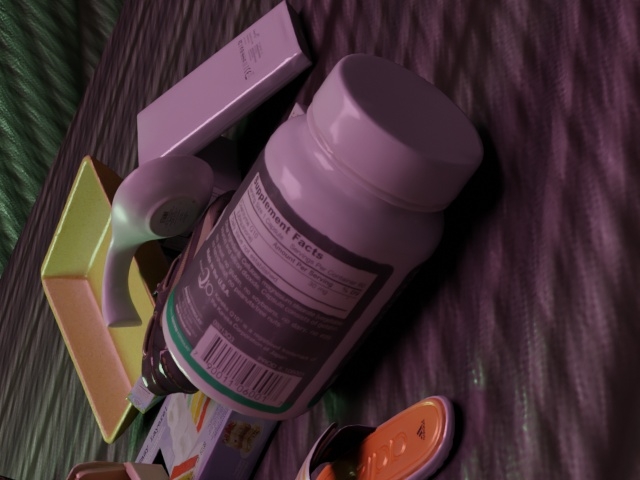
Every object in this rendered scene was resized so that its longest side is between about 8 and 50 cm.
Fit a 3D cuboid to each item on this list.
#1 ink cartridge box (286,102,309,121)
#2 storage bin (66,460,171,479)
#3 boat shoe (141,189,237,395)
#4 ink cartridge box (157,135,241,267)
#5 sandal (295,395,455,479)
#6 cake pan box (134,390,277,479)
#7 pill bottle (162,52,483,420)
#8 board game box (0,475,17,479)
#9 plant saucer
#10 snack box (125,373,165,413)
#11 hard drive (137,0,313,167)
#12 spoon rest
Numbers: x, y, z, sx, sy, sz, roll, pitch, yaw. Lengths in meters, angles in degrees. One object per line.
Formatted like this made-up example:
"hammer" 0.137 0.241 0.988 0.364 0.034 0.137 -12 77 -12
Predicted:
"ink cartridge box" -0.016 -0.109 1.659 0.099 0.056 0.135 -63 23 15
"storage bin" -0.226 0.427 1.440 0.262 0.123 0.260 47 115 44
"boat shoe" -0.155 0.060 1.627 0.130 0.132 0.355 -25 25 25
"ink cartridge box" -0.215 -0.048 2.020 0.219 0.093 0.160 -56 24 30
"sandal" 0.029 0.213 1.218 0.265 0.076 0.102 -48 29 41
"cake pan box" -0.160 0.276 1.619 0.267 0.070 0.246 -63 20 11
"pill bottle" 0.000 0.000 1.318 0.361 0.204 0.204 -54 25 30
"board game box" -0.529 0.516 2.124 0.243 0.165 0.042 -63 22 13
"plant saucer" -0.306 0.089 1.943 0.332 0.081 0.333 62 143 25
"snack box" -0.203 0.170 1.766 0.100 0.037 0.141 -56 -9 26
"hard drive" -0.154 -0.231 1.966 0.307 0.040 0.203 -36 31 14
"spoon rest" -0.233 -0.009 1.697 0.084 0.137 0.276 55 130 37
